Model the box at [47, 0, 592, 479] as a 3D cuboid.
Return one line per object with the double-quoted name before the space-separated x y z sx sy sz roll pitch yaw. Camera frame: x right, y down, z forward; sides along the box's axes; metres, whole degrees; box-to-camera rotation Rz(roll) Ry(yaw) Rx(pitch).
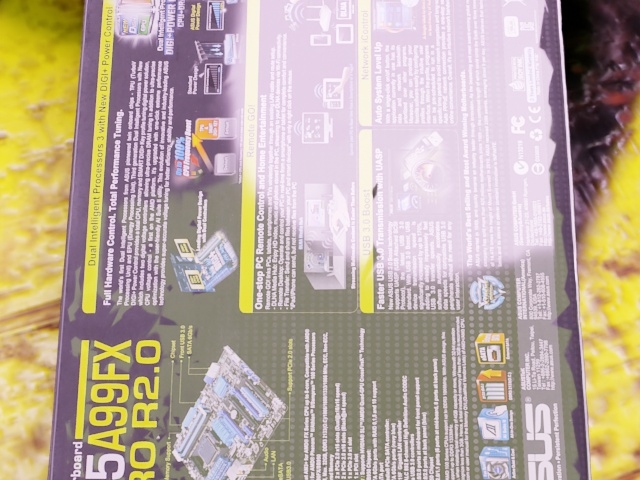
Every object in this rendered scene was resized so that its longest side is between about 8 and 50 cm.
"box" 0.000 0.000 0.516 0.216 0.060 0.270 -1 72 1
